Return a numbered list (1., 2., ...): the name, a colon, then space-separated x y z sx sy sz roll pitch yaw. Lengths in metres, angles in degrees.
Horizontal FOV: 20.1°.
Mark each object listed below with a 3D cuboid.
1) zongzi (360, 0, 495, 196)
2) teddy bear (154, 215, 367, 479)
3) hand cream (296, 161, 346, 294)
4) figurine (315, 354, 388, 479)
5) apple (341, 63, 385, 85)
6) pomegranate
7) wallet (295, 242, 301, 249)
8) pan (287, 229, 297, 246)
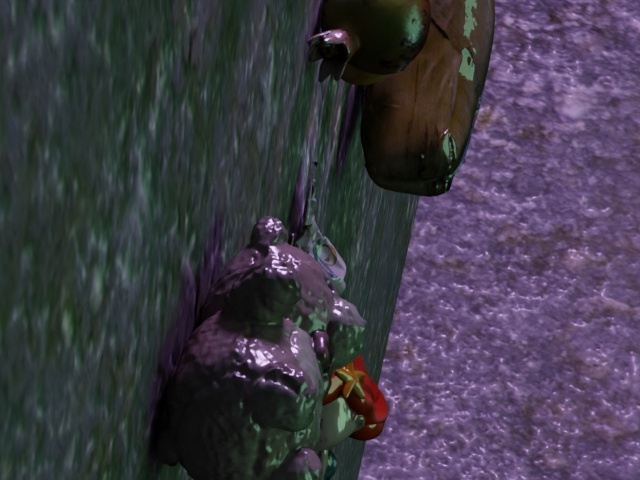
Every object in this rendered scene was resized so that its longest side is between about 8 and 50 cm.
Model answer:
1. zongzi: 0.151 -0.283 2.456 0.393 0.174 0.356 96 5 -47
2. teddy bear: -0.047 0.114 1.587 0.267 0.151 0.236 -61 154 -57
3. hand cream: -0.004 0.000 2.193 0.257 0.050 0.084 72 27 -63
4. figurine: -0.015 0.213 1.981 0.208 0.181 0.257 -9 113 -40
5. apple: 0.056 -0.231 2.233 0.084 0.071 0.084 11 90 -83
6. pomegranate: 0.058 -0.238 2.020 0.129 0.129 0.159 93 10 -45
7. wallet: -0.034 0.043 2.093 0.122 0.025 0.061 75 24 -75
8. pan: -0.070 0.088 1.789 0.115 0.040 0.212 -17 124 -81
